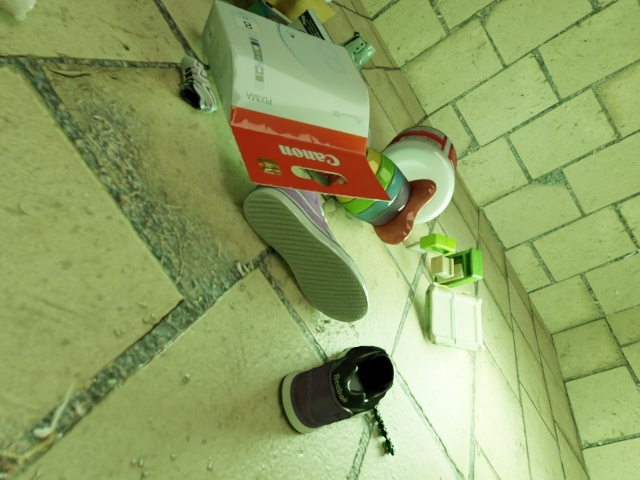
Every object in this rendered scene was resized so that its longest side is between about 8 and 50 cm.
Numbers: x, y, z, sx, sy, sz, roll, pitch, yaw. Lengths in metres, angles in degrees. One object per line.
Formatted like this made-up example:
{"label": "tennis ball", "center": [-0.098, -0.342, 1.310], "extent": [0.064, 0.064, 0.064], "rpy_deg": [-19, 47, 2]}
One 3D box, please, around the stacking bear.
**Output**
{"label": "stacking bear", "center": [0.087, -0.144, 0.996], "extent": [0.289, 0.175, 0.164], "rpy_deg": [37, -9, -22]}

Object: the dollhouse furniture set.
{"label": "dollhouse furniture set", "center": [0.330, 0.159, 1.228], "extent": [0.197, 0.151, 0.302], "rpy_deg": [17, 65, -28]}

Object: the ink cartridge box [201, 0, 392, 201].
{"label": "ink cartridge box", "center": [-0.028, -0.254, 0.814], "extent": [0.308, 0.091, 0.385], "rpy_deg": [3, 51, -37]}

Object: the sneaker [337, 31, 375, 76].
{"label": "sneaker", "center": [0.114, -0.561, 1.434], "extent": [0.094, 0.151, 0.256], "rpy_deg": [21, 48, -54]}

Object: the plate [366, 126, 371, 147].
{"label": "plate", "center": [0.068, -0.395, 1.270], "extent": [0.278, 0.045, 0.277], "rpy_deg": [60, 19, -20]}

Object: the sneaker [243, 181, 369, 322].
{"label": "sneaker", "center": [0.001, -0.001, 0.769], "extent": [0.282, 0.102, 0.161], "rpy_deg": [55, 25, -13]}

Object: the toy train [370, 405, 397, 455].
{"label": "toy train", "center": [0.107, 0.317, 0.742], "extent": [0.083, 0.017, 0.023], "rpy_deg": [68, 18, 12]}

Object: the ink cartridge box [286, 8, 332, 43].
{"label": "ink cartridge box", "center": [-0.006, -0.426, 1.052], "extent": [0.207, 0.097, 0.046], "rpy_deg": [57, 28, -14]}

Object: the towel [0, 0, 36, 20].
{"label": "towel", "center": [-0.439, -0.443, 0.475], "extent": [0.331, 0.053, 0.317], "rpy_deg": [35, 37, -40]}

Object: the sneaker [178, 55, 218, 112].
{"label": "sneaker", "center": [-0.208, -0.252, 0.707], "extent": [0.098, 0.038, 0.069], "rpy_deg": [60, 26, -2]}

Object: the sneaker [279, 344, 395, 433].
{"label": "sneaker", "center": [0.073, 0.209, 0.664], "extent": [0.283, 0.124, 0.107], "rpy_deg": [2, 64, -60]}

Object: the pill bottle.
{"label": "pill bottle", "center": [0.293, -0.219, 1.337], "extent": [0.229, 0.229, 0.408], "rpy_deg": [57, 27, -9]}

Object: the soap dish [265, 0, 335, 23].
{"label": "soap dish", "center": [-0.123, -0.633, 1.050], "extent": [0.229, 0.118, 0.290], "rpy_deg": [48, 22, 28]}

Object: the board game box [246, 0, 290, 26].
{"label": "board game box", "center": [-0.088, -0.476, 1.117], "extent": [0.160, 0.047, 0.210], "rpy_deg": [-3, 67, -60]}
